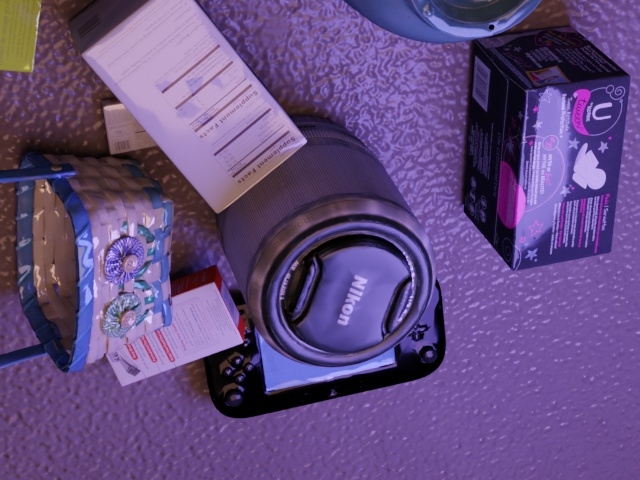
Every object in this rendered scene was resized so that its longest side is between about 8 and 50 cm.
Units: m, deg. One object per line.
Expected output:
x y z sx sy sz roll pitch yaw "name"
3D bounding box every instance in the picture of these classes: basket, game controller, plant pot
-0.315 0.022 1.933 0.288 0.201 0.255 -11 124 -22 "basket"
0.006 0.127 2.177 0.319 0.067 0.167 -12 122 -11 "game controller"
0.148 -0.338 1.870 0.293 0.196 0.293 -7 122 -12 "plant pot"

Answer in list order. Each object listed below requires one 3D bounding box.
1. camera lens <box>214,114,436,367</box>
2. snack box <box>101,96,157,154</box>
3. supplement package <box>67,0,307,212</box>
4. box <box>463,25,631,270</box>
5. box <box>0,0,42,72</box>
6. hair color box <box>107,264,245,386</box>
0.000 0.000 1.975 0.219 0.274 0.219 -8 121 -13 "camera lens"
-0.165 -0.149 1.987 0.178 0.022 0.064 -12 120 -11 "snack box"
-0.149 -0.175 1.887 0.134 0.139 0.244 -38 116 2 "supplement package"
0.272 -0.115 2.060 0.142 0.163 0.247 -9 122 -17 "box"
-0.398 -0.245 1.845 0.178 0.042 0.109 3 118 -19 "box"
-0.187 0.105 2.085 0.167 0.053 0.093 -20 114 9 "hair color box"
